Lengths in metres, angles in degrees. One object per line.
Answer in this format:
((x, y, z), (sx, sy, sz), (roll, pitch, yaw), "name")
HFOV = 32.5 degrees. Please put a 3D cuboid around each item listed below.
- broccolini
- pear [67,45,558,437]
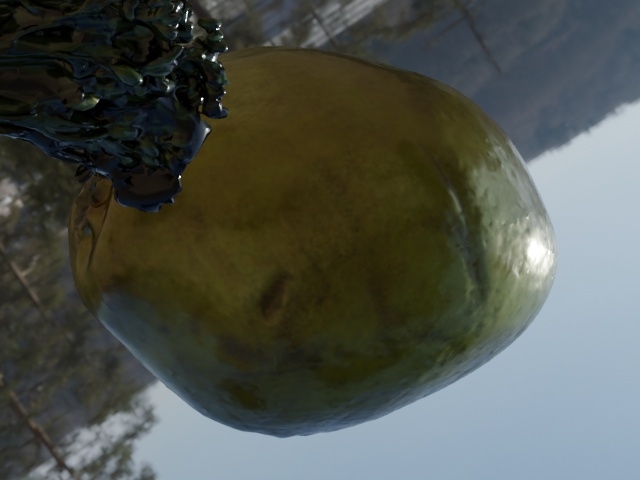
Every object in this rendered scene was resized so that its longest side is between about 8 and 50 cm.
((-0.140, -0.014, 0.351), (0.271, 0.123, 0.062), (-35, -151, 13), "broccolini")
((0.000, 0.000, 0.708), (0.321, 0.269, 0.269), (5, 158, -36), "pear")
